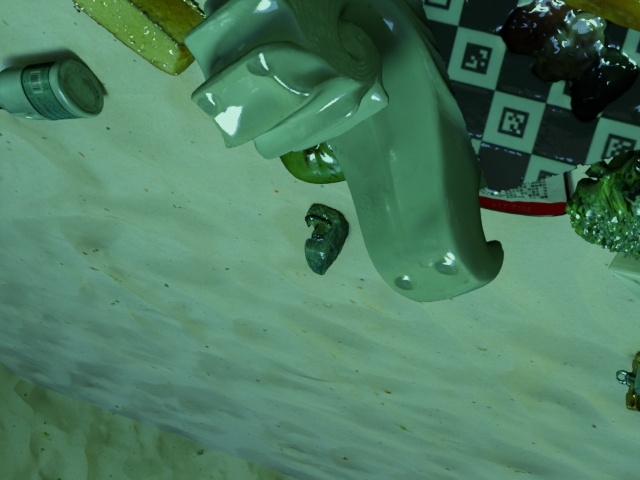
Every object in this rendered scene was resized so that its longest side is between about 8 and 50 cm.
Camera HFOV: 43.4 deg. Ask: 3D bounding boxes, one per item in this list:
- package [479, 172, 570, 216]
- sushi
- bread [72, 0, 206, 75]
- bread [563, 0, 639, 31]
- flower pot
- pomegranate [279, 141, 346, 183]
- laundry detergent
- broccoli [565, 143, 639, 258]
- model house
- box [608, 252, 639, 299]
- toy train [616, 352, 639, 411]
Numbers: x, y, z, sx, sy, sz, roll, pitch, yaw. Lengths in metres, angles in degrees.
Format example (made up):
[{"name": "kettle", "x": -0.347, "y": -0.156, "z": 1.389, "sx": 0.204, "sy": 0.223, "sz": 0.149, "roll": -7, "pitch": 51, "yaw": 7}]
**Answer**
[{"name": "package", "x": 0.211, "y": -0.112, "z": 0.950, "sx": 0.154, "sy": 0.030, "sz": 0.239, "roll": 11, "pitch": 144, "yaw": 28}, {"name": "sushi", "x": 0.226, "y": -0.179, "z": 0.705, "sx": 0.231, "sy": 0.047, "sz": 0.219, "roll": -18, "pitch": 99, "yaw": 27}, {"name": "bread", "x": -0.225, "y": -0.284, "z": 0.994, "sx": 0.187, "sy": 0.065, "sz": 0.103, "roll": 40, "pitch": 154, "yaw": -21}, {"name": "bread", "x": 0.318, "y": -0.189, "z": 0.527, "sx": 0.344, "sy": 0.149, "sz": 0.195, "roll": 35, "pitch": 131, "yaw": 23}, {"name": "flower pot", "x": 0.054, "y": -0.133, "z": 0.790, "sx": 0.367, "sy": 0.254, "sz": 0.164, "roll": 42, "pitch": 139, "yaw": -22}, {"name": "pomegranate", "x": 0.038, "y": -0.117, "z": 0.987, "sx": 0.152, "sy": 0.131, "sz": 0.191, "roll": -4, "pitch": 147, "yaw": 38}, {"name": "laundry detergent", "x": -0.440, "y": -0.227, "z": 1.246, "sx": 0.226, "sy": 0.070, "sz": 0.099, "roll": 2, "pitch": 150, "yaw": 36}, {"name": "broccoli", "x": 0.352, "y": -0.073, "z": 0.766, "sx": 0.176, "sy": 0.198, "sz": 0.226, "roll": 43, "pitch": 140, "yaw": 51}, {"name": "model house", "x": 0.000, "y": 0.000, "z": 1.252, "sx": 0.066, "sy": 0.083, "sz": 0.078, "roll": 15, "pitch": 150, "yaw": 22}, {"name": "box", "x": 0.474, "y": 0.071, "z": 0.906, "sx": 0.164, "sy": 0.069, "sz": 0.256, "roll": 39, "pitch": 173, "yaw": -22}, {"name": "toy train", "x": 0.554, "y": 0.230, "z": 1.180, "sx": 0.228, "sy": 0.091, "sz": 0.136, "roll": 5, "pitch": 155, "yaw": 33}]
